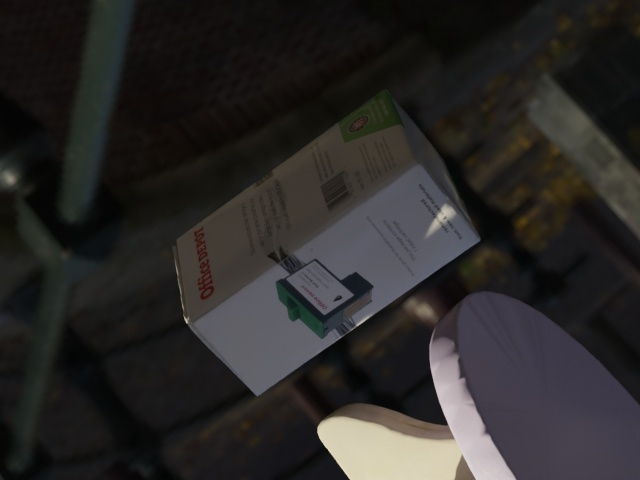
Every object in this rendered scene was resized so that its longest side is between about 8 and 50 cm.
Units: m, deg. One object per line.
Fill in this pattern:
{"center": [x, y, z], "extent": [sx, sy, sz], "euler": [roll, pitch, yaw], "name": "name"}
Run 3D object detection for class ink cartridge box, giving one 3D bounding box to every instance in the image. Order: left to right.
{"center": [0.000, 0.000, 1.575], "extent": [0.219, 0.092, 0.160], "euler": [-36, -155, 10], "name": "ink cartridge box"}

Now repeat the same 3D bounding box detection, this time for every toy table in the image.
{"center": [0.127, 0.186, 1.285], "extent": [0.161, 0.274, 0.252], "euler": [-41, 161, 34], "name": "toy table"}
